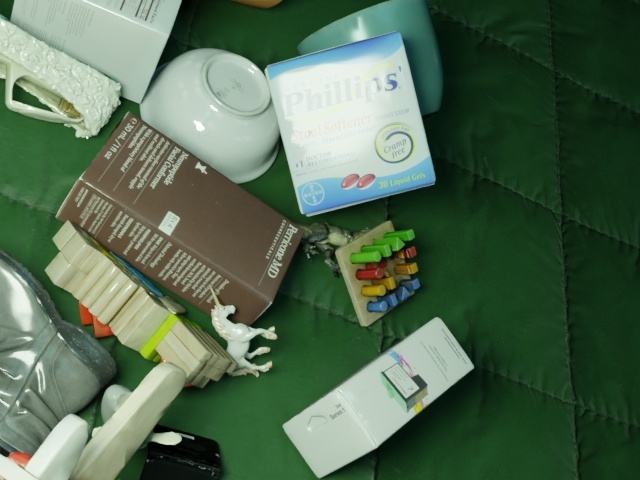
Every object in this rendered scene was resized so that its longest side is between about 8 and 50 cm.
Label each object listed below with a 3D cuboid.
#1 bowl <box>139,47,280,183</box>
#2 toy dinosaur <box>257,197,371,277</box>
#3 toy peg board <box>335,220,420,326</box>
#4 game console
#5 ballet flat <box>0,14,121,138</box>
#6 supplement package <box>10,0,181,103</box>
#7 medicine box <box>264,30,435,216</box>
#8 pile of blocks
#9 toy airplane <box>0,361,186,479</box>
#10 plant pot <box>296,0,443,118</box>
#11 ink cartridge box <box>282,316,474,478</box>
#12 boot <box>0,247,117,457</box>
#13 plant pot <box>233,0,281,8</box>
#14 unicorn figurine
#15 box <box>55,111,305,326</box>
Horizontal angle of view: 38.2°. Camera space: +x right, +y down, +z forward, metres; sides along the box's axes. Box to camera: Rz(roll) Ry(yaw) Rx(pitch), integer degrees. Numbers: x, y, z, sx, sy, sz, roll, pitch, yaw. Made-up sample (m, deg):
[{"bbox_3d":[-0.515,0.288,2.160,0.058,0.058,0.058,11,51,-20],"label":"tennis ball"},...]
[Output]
[{"bbox_3d":[-0.187,-0.267,1.789,0.297,0.134,0.298,16,55,-24],"label":"bowl"},{"bbox_3d":[0.000,0.000,1.796,0.268,0.064,0.118,15,41,-24],"label":"toy dinosaur"},{"bbox_3d":[0.130,0.061,1.791,0.161,0.079,0.161,-30,105,-40],"label":"toy peg board"},{"bbox_3d":[-0.226,0.361,1.464,0.122,0.071,0.107,21,23,-22],"label":"game console"},{"bbox_3d":[-0.527,-0.298,1.568,0.409,0.147,0.147,27,51,-30],"label":"ballet flat"},{"bbox_3d":[-0.403,-0.424,1.687,0.262,0.199,0.198,21,53,-15],"label":"supplement package"},{"bbox_3d":[0.061,-0.221,1.763,0.149,0.263,0.289,-55,131,-80],"label":"medicine box"},{"bbox_3d":[-0.308,0.126,1.511,0.362,0.149,0.113,41,91,7],"label":"pile of blocks"},{"bbox_3d":[-0.341,0.366,1.208,0.386,0.272,0.385,-4,102,-47],"label":"toy airplane"},{"bbox_3d":[0.126,-0.347,1.949,0.293,0.293,0.235,-21,91,-39],"label":"plant pot"},{"bbox_3d":[0.100,0.271,1.600,0.278,0.201,0.117,-29,80,-40],"label":"ink cartridge box"},{"bbox_3d":[-0.485,0.162,1.356,0.338,0.118,0.223,41,54,1],"label":"boot"},{"bbox_3d":[-0.158,-0.624,1.946,0.203,0.291,0.291,21,52,-41],"label":"plant pot"},{"bbox_3d":[-0.133,0.166,1.560,0.111,0.162,0.060,2,17,-14],"label":"unicorn figurine"},{"bbox_3d":[-0.237,-0.027,1.607,0.381,0.143,0.191,34,47,-13],"label":"box"}]
